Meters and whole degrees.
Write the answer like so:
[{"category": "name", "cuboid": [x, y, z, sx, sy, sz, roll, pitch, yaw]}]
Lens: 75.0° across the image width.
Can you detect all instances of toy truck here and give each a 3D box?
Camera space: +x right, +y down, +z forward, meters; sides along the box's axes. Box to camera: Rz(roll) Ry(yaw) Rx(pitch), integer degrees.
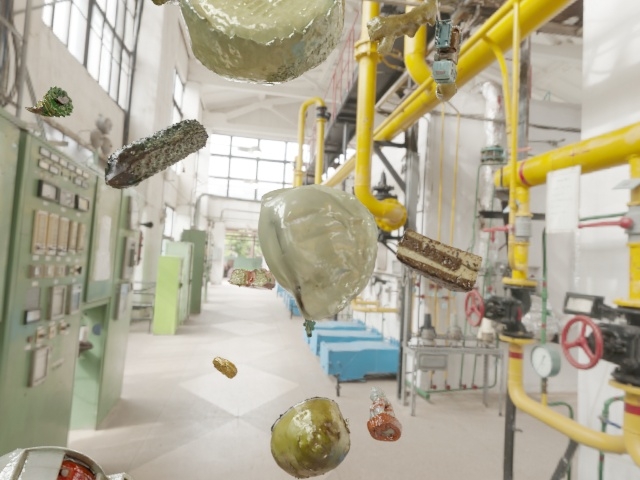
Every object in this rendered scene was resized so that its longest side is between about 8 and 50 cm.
[{"category": "toy truck", "cuboid": [0.414, -0.622, 1.387, 0.080, 0.178, 0.115, 9, 11, 28]}]

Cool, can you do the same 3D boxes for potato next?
[{"category": "potato", "cuboid": [-0.039, 0.707, 1.418, 0.246, 0.300, 0.196, 29, 11, -18]}]

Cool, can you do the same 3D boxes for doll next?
[{"category": "doll", "cuboid": [-0.723, -0.351, 1.123, 0.113, 0.077, 0.078, -26, 11, 23]}]

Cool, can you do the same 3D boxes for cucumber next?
[{"category": "cucumber", "cuboid": [-0.395, -0.214, 1.008, 0.096, 0.096, 0.359, 2, 27, 15]}]

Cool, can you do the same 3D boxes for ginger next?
[{"category": "ginger", "cuboid": [0.275, -0.710, 1.351, 0.298, 0.118, 0.065, -36, 13, -16]}]

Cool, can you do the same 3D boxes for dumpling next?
[{"category": "dumpling", "cuboid": [0.000, 0.000, 1.102, 0.315, 0.395, 0.233, -18, -24, -1]}]

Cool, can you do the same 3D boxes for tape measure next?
[{"category": "tape measure", "cuboid": [-0.535, 0.517, 0.794, 0.258, 0.265, 0.130, -33, 25, -2]}]

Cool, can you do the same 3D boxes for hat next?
[{"category": "hat", "cuboid": [0.183, 0.505, 1.245, 0.093, 0.112, 0.162, -30, 28, 21]}]

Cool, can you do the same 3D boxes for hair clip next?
[{"category": "hair clip", "cuboid": [-0.041, 0.241, 1.418, 0.049, 0.173, 0.049, -5, 5, 1]}]

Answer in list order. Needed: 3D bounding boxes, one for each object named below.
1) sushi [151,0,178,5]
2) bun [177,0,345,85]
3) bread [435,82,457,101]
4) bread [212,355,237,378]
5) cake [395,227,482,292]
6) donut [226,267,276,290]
[{"category": "sushi", "cuboid": [-0.446, -0.713, 1.118, 0.291, 0.131, 0.139, -3, 6, -43]}, {"category": "bun", "cuboid": [-0.088, -0.345, 0.660, 0.259, 0.259, 0.152, 3, -22, -3]}, {"category": "bread", "cuboid": [0.462, -0.563, 1.563, 0.056, 0.082, 0.115, -22, 6, -4]}, {"category": "bread", "cuboid": [-0.369, 0.488, 1.611, 0.110, 0.044, 0.083, 26, -37, 20]}, {"category": "cake", "cuboid": [0.337, 0.065, 1.247, 0.246, 0.112, 0.135, 21, -10, 4]}, {"category": "donut", "cuboid": [-0.202, 0.124, 1.332, 0.166, 0.065, 0.117, 1, -13, 31]}]
